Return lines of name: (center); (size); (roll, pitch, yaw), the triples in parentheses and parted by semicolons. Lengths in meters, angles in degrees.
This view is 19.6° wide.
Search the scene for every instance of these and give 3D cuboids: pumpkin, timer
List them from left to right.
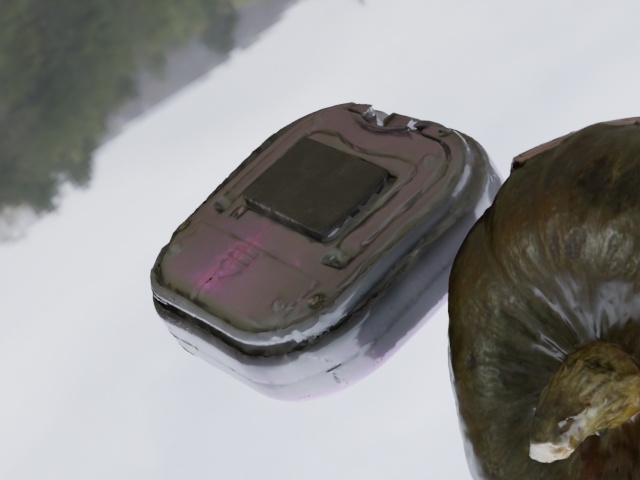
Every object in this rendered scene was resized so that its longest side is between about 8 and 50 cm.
timer: (0.000, 0.000, 1.089); (0.191, 0.069, 0.208); (-45, -150, -16)
pumpkin: (0.166, 0.066, 0.899); (0.189, 0.260, 0.260); (-10, 177, -37)
